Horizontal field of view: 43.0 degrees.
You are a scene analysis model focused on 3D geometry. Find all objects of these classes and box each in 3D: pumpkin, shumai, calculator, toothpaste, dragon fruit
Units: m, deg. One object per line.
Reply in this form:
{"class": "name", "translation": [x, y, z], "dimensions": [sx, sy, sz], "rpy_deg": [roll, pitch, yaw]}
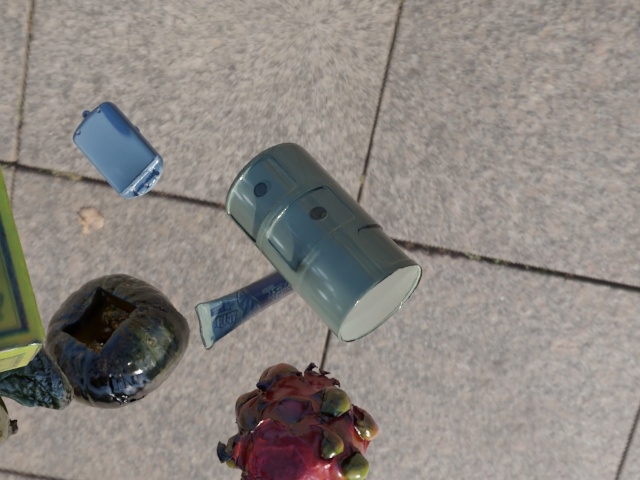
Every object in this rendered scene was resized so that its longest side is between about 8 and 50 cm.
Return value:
{"class": "pumpkin", "translation": [-0.462, 0.222, 1.813], "dimensions": [0.321, 0.320, 0.192], "rpy_deg": [-15, 142, 4]}
{"class": "shumai", "translation": [-0.341, 0.151, 0.905], "dimensions": [0.087, 0.099, 0.123], "rpy_deg": [-37, 86, -24]}
{"class": "calculator", "translation": [-0.409, -0.183, 1.635], "dimensions": [0.121, 0.039, 0.210], "rpy_deg": [-43, 85, 12]}
{"class": "toothpaste", "translation": [-0.104, 0.091, 1.327], "dimensions": [0.047, 0.268, 0.069], "rpy_deg": [36, 127, 22]}
{"class": "dragon fruit", "translation": [-0.035, 0.302, 1.284], "dimensions": [0.228, 0.307, 0.243], "rpy_deg": [-32, 147, 2]}

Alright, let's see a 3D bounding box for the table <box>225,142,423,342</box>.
{"class": "table", "translation": [0.000, 0.000, 0.954], "dimensions": [0.126, 0.126, 0.220], "rpy_deg": [-48, 66, 11]}

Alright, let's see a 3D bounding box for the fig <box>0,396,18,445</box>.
{"class": "fig", "translation": [-0.363, 0.166, 0.765], "dimensions": [0.133, 0.185, 0.126], "rpy_deg": [-43, 94, -1]}

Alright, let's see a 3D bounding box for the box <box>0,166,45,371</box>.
{"class": "box", "translation": [-0.267, 0.017, 0.405], "dimensions": [0.220, 0.064, 0.140], "rpy_deg": [-10, 76, -32]}
